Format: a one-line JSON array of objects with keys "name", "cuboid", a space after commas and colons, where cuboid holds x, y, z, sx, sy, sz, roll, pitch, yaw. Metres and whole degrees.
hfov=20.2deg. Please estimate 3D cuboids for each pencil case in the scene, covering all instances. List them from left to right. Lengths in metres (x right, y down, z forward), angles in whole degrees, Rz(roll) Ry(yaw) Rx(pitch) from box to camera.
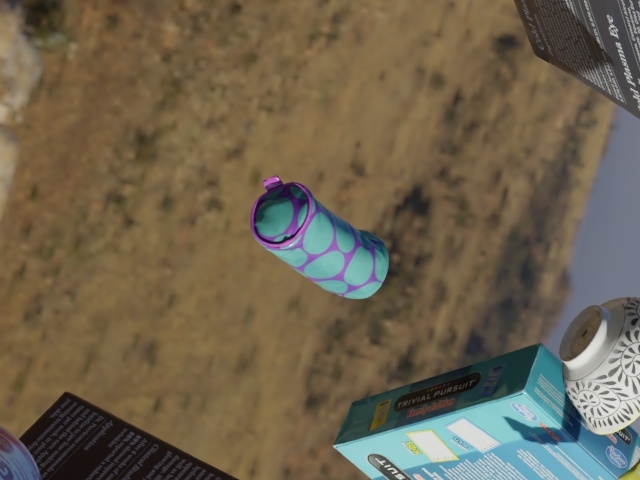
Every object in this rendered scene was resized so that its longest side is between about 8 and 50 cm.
[{"name": "pencil case", "cuboid": [0.000, 0.000, 1.601, 0.151, 0.064, 0.070, 35, 41, -54]}]

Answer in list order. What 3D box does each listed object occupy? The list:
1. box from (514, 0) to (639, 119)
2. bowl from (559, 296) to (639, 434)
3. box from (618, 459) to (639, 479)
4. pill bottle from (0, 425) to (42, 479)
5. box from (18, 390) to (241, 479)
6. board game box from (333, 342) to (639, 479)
[{"name": "box", "cuboid": [0.346, -0.241, 1.335, 0.343, 0.312, 0.179, -33, 124, -9]}, {"name": "bowl", "cuboid": [0.319, 0.123, 1.998, 0.170, 0.080, 0.170, -51, -163, 23]}, {"name": "box", "cuboid": [0.219, 0.185, 1.209, 0.087, 0.058, 0.232, -37, 167, -16]}, {"name": "pill bottle", "cuboid": [-0.349, 0.261, 1.587, 0.283, 0.160, 0.160, -66, 170, -82]}, {"name": "box", "cuboid": [-0.185, 0.336, 1.968, 0.191, 0.381, 0.143, -46, 145, -34]}, {"name": "board game box", "cuboid": [0.220, 0.265, 2.204, 0.336, 0.254, 0.079, -22, -147, 46]}]
